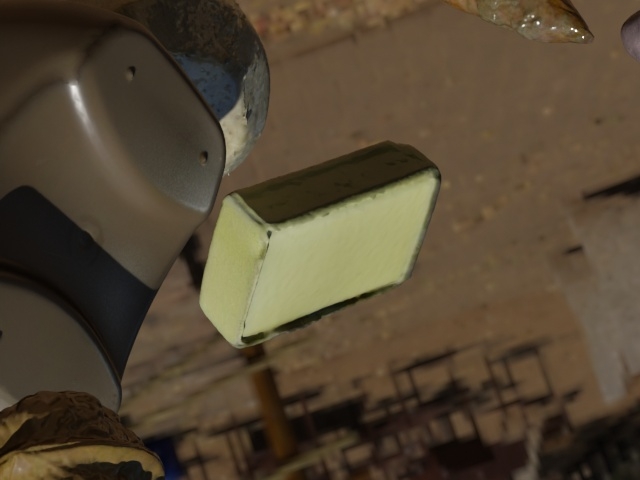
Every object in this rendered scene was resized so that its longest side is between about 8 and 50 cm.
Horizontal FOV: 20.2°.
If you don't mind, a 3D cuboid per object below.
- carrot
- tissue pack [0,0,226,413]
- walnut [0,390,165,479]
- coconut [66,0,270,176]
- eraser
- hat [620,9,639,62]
[{"bbox_3d":[0.172,-0.257,1.811,0.102,0.263,0.102,-31,140,-30],"label":"carrot"},{"bbox_3d":[-0.280,-0.006,1.528,0.276,0.387,0.267,3,149,38],"label":"tissue pack"},{"bbox_3d":[-0.110,0.107,0.786,0.082,0.079,0.096,-24,150,10],"label":"walnut"},{"bbox_3d":[-0.179,-0.172,1.861,0.245,0.245,0.247,-8,-150,-14],"label":"coconut"},{"bbox_3d":[0.000,0.000,1.304,0.172,0.058,0.117,-20,140,-36],"label":"eraser"},{"bbox_3d":[0.268,-0.169,1.425,0.042,0.058,0.087,-39,-178,-25],"label":"hat"}]
